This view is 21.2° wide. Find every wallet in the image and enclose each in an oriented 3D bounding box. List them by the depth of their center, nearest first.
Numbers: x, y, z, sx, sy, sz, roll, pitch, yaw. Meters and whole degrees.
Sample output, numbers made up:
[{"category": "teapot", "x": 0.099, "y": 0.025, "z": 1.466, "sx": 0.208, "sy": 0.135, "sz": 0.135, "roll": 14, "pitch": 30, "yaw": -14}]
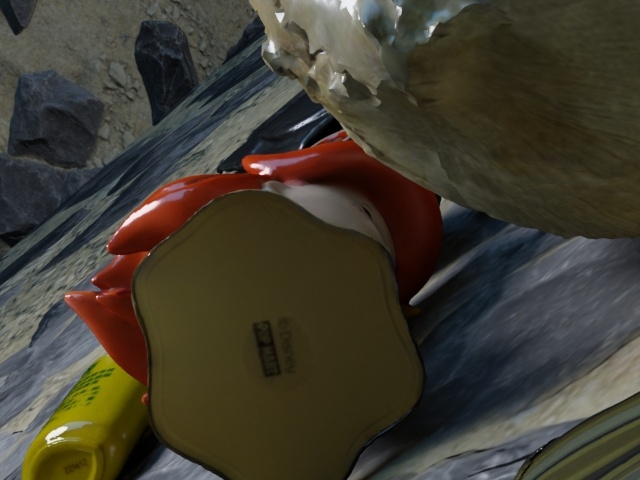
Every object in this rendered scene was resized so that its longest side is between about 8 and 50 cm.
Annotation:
[{"category": "wallet", "x": 0.002, "y": -0.168, "z": 2.090, "sx": 0.247, "sy": 0.041, "sz": 0.323, "roll": -39, "pitch": 8, "yaw": -15}]

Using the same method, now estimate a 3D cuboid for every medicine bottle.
[{"category": "medicine bottle", "x": -0.155, "y": 0.117, "z": 1.321, "sx": 0.095, "sy": 0.064, "sz": 0.260, "roll": -39, "pitch": 10, "yaw": 23}]

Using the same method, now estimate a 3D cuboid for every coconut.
[{"category": "coconut", "x": 0.125, "y": -0.185, "z": 0.847, "sx": 0.404, "sy": 0.404, "sz": 0.404, "roll": -36, "pitch": 11, "yaw": 8}]

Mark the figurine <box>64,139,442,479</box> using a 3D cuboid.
[{"category": "figurine", "x": -0.032, "y": 0.029, "z": 0.996, "sx": 0.208, "sy": 0.181, "sz": 0.257, "roll": -50, "pitch": 4, "yaw": 10}]

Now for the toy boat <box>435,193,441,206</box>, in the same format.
[{"category": "toy boat", "x": 0.005, "y": 0.004, "z": 1.238, "sx": 0.111, "sy": 0.084, "sz": 0.276, "roll": -46, "pitch": 8, "yaw": -35}]

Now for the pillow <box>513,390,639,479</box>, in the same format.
[{"category": "pillow", "x": 0.123, "y": 0.092, "z": 0.558, "sx": 0.208, "sy": 0.052, "sz": 0.212, "roll": -34, "pitch": 9, "yaw": 34}]

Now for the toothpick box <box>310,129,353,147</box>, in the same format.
[{"category": "toothpick box", "x": 0.027, "y": -0.043, "z": 1.351, "sx": 0.047, "sy": 0.083, "sz": 0.047, "roll": -25, "pitch": 15, "yaw": 7}]
